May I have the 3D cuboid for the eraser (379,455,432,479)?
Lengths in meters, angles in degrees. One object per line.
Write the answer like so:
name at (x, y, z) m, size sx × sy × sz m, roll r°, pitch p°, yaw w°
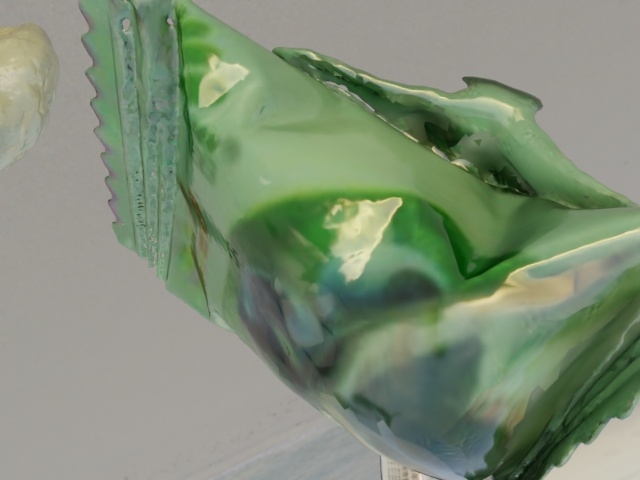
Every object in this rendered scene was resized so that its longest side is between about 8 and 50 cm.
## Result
eraser at (0.118, 0.335, 0.879) m, size 0.067 × 0.210 × 0.124 m, roll -6°, pitch 160°, yaw 12°

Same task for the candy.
candy at (-0.004, 0.003, 0.419) m, size 0.172 × 0.397 × 0.263 m, roll -44°, pitch 156°, yaw -49°

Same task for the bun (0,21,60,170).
bun at (-0.388, -0.147, 0.713) m, size 0.229 × 0.229 × 0.145 m, roll -21°, pitch 120°, yaw -17°
